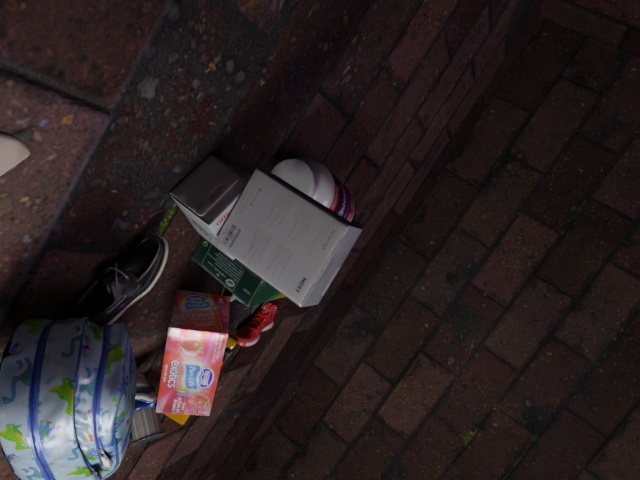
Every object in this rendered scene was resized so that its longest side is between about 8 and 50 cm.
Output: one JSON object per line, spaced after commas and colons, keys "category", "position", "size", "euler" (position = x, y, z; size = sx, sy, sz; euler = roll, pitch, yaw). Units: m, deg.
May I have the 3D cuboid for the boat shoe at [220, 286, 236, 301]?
{"category": "boat shoe", "position": [-0.257, 0.134, 1.346], "size": [0.045, 0.050, 0.135], "euler": [-27, 147, -62]}

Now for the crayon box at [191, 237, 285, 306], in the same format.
{"category": "crayon box", "position": [-0.160, 0.066, 1.229], "size": [0.083, 0.203, 0.323], "euler": [-59, 159, 15]}

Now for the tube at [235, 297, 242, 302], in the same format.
{"category": "tube", "position": [-0.203, 0.095, 1.418], "size": [0.207, 0.052, 0.080], "euler": [-58, 165, -5]}

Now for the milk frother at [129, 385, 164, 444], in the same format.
{"category": "milk frother", "position": [-0.494, 0.492, 1.272], "size": [0.129, 0.135, 0.143], "euler": [-24, 158, 8]}

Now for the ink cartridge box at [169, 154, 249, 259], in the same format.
{"category": "ink cartridge box", "position": [-0.215, -0.070, 0.996], "size": [0.128, 0.127, 0.176], "euler": [-48, 159, -17]}

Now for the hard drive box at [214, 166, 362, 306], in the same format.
{"category": "hard drive box", "position": [-0.066, -0.008, 0.905], "size": [0.181, 0.232, 0.089], "euler": [-59, 159, 8]}

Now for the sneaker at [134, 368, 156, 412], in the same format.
{"category": "sneaker", "position": [-0.539, 0.438, 1.093], "size": [0.296, 0.131, 0.112], "euler": [-39, 157, -32]}

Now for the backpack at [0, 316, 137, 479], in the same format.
{"category": "backpack", "position": [-0.450, 0.286, 0.826], "size": [0.273, 0.290, 0.356], "euler": [-7, 135, -2]}

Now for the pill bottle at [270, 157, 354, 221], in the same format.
{"category": "pill bottle", "position": [-0.025, -0.117, 1.267], "size": [0.181, 0.181, 0.323], "euler": [-55, 161, 3]}

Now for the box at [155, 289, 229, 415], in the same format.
{"category": "box", "position": [-0.332, 0.296, 1.186], "size": [0.154, 0.142, 0.300], "euler": [-106, -150, -58]}

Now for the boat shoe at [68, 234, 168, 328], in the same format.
{"category": "boat shoe", "position": [-0.396, 0.082, 0.903], "size": [0.233, 0.084, 0.079], "euler": [-49, 160, -6]}

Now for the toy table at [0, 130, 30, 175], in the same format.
{"category": "toy table", "position": [-0.430, -0.064, 0.408], "size": [0.274, 0.252, 0.161], "euler": [-38, 139, -17]}

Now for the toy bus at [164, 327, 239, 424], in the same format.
{"category": "toy bus", "position": [-0.372, 0.401, 1.403], "size": [0.333, 0.108, 0.130], "euler": [-57, 179, 7]}

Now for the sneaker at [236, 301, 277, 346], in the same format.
{"category": "sneaker", "position": [-0.229, 0.281, 1.636], "size": [0.221, 0.087, 0.128], "euler": [-41, 151, -64]}
